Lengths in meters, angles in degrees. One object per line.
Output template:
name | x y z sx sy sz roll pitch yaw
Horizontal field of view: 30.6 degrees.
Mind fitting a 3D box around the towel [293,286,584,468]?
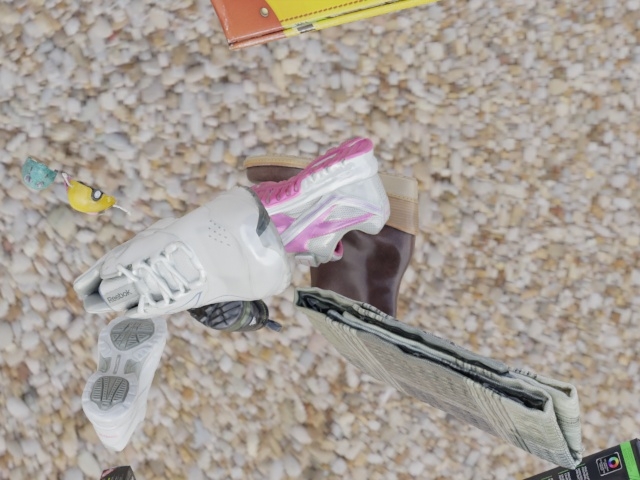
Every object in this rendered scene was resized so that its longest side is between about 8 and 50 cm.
towel | 0.146 0.151 1.327 0.312 0.324 0.056 23 78 23

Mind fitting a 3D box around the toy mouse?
toy mouse | -0.290 -0.059 1.329 0.161 0.143 0.031 29 85 -56

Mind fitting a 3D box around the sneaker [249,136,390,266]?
sneaker | -0.031 -0.013 1.303 0.252 0.103 0.111 -24 105 25

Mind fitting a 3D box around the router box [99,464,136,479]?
router box | -0.244 0.345 1.412 0.038 0.122 0.092 -12 116 12

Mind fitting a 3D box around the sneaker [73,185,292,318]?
sneaker | -0.131 0.031 1.106 0.129 0.297 0.111 -28 95 -34

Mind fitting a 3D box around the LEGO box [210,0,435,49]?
LEGO box | 0.096 -0.379 0.812 0.193 0.500 0.372 -50 125 -46

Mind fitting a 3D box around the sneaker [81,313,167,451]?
sneaker | -0.274 0.197 1.643 0.090 0.232 0.115 9 129 8

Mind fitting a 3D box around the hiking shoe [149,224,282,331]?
hiking shoe | -0.148 0.058 1.480 0.114 0.227 0.086 29 96 -49

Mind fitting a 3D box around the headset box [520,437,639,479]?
headset box | 0.389 0.442 1.634 0.283 0.246 0.131 -26 140 25

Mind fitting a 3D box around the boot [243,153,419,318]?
boot | 0.000 0.000 1.522 0.248 0.090 0.206 12 93 16
